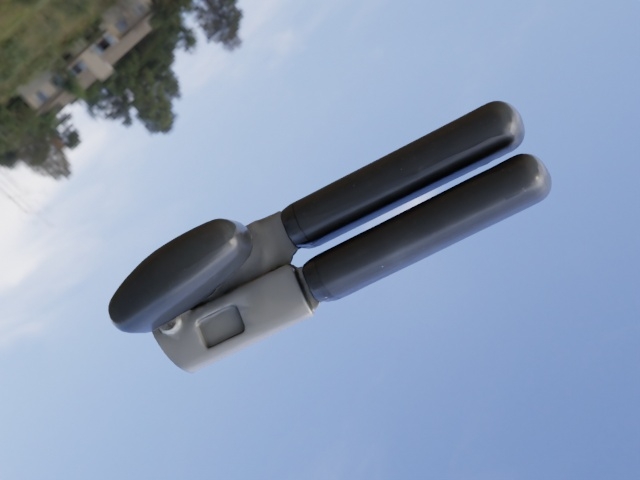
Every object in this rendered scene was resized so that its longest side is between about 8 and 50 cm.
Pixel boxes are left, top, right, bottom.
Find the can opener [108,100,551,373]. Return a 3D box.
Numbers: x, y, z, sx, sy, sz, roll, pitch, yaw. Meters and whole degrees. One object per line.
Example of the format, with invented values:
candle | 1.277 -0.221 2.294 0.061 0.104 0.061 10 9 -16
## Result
can opener | 0.000 0.000 0.581 0.284 0.076 0.095 -27 166 15
